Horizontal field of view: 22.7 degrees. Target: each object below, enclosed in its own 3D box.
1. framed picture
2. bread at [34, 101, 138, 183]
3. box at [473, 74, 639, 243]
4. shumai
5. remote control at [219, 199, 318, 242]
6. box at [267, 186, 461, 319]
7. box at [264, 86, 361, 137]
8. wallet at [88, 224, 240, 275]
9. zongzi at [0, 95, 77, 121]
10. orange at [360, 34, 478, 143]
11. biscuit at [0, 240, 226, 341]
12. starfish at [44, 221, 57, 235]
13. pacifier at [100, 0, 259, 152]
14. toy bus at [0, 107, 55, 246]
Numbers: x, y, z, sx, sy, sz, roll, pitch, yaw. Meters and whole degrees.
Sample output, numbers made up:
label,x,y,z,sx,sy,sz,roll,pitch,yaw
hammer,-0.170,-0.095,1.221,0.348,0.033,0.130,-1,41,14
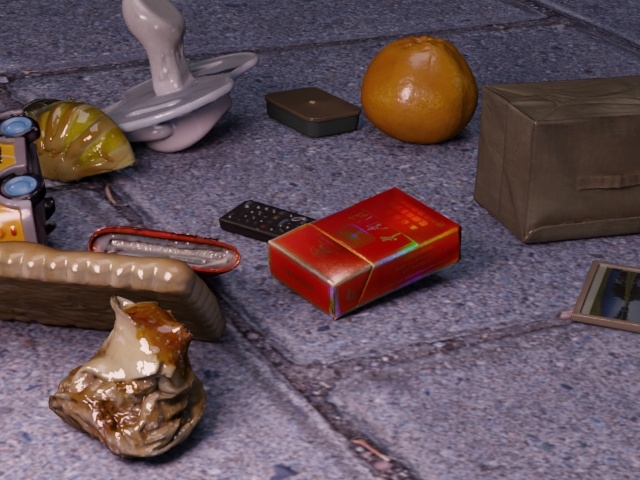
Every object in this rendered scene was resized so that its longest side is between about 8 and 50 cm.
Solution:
label,x,y,z,sx,sy,sz,roll,pitch,yaw
framed picture,0.326,0.060,1.662,0.109,0.011,0.149,9,23,15
bread,-0.294,-0.121,1.931,0.157,0.094,0.083,25,26,26
box,0.315,-0.097,1.856,0.231,0.149,0.155,-5,23,-16
shumai,-0.162,0.108,1.362,0.145,0.116,0.145,1,24,0
remote control,0.000,0.000,1.753,0.245,0.025,0.063,17,28,30
box,0.047,0.009,1.662,0.175,0.048,0.112,-24,40,-32
box,-0.011,-0.173,2.154,0.091,0.031,0.126,-14,27,-33
wallet,-0.158,0.015,1.574,0.142,0.045,0.204,8,-3,-8
zongzi,-0.381,-0.151,2.045,0.119,0.055,0.109,8,22,43
orange,0.131,-0.201,2.100,0.159,0.136,0.159,1,20,0
biscuit,-0.256,0.041,1.466,0.324,0.044,0.217,4,-17,8
starfish,-0.327,-0.005,1.729,0.091,0.028,0.078,25,37,37
pacifier,-0.210,-0.227,2.047,0.227,0.207,0.279,-10,19,17
toy bus,-0.344,-0.033,1.639,0.136,0.126,0.209,-9,39,-7
